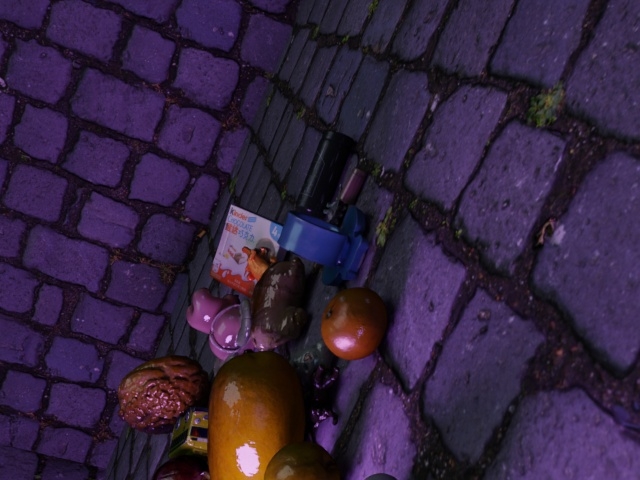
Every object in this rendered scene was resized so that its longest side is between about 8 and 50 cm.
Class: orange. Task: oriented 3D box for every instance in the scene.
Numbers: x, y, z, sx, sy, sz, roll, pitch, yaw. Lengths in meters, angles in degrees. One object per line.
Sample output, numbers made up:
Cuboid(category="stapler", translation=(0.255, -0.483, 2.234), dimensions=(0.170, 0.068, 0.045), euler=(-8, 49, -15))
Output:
Cuboid(category="orange", translation=(0.068, 0.170, 1.469), dimensions=(0.156, 0.124, 0.156), euler=(-163, 90, -73))

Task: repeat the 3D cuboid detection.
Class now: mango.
Cuboid(category="mango", translation=(-0.151, 0.467, 1.623), dimensions=(0.301, 0.220, 0.445), euler=(-143, 54, -66))

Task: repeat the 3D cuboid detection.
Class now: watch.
Cuboid(category="watch", translation=(0.000, 0.000, 1.730), dimensions=(0.211, 0.193, 0.211), euler=(-161, 90, -73))

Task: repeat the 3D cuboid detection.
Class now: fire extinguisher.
Cuboid(category="fire extinguisher", translation=(0.000, -0.163, 2.067), dimensions=(0.114, 0.095, 0.311), euler=(33, -102, -86))

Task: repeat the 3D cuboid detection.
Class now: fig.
Cuboid(category="fig", translation=(-0.398, 0.724, 2.131), dimensions=(0.249, 0.186, 0.204), euler=(-49, 8, 30))

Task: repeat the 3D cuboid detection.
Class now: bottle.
Cuboid(category="bottle", translation=(0.086, -0.146, 1.875), dimensions=(0.096, 0.045, 0.045), euler=(-65, 19, 11))

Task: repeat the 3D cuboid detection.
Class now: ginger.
Cuboid(category="ginger", translation=(-0.104, 0.177, 1.958), dimensions=(0.221, 0.130, 0.276), euler=(19, 87, 61))

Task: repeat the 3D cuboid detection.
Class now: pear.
Cuboid(category="pear", translation=(-0.034, 0.473, 1.399), dimensions=(0.162, 0.149, 0.149), euler=(-41, 32, 36))

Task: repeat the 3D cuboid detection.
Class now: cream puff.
Cuboid(category="cream puff", translation=(-0.547, 0.562, 2.503), dimensions=(0.343, 0.327, 0.231), euler=(75, 175, -60))

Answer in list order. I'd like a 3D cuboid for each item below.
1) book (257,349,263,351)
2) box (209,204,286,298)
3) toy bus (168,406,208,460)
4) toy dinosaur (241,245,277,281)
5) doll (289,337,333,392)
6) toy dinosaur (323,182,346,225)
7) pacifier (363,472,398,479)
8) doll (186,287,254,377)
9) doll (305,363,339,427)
Cuboid(category="book", translation=(-0.172, 0.293, 2.189), dimensions=(0.077, 0.014, 0.111), euler=(-52, 25, 42))
Cuboid(category="box", translation=(-0.233, 0.042, 2.335), dimensions=(0.273, 0.048, 0.265), euler=(22, 97, 39))
Cuboid(category="toy bus", translation=(-0.398, 0.636, 2.293), dimensions=(0.262, 0.128, 0.150), euler=(134, 149, -54))
Cuboid(category="toy dinosaur", translation=(-0.170, 0.107, 2.207), dimensions=(0.288, 0.070, 0.117), euler=(38, 118, 38))
Cuboid(category="doll", translation=(-0.030, 0.306, 1.688), dimensions=(0.214, 0.071, 0.103), euler=(-42, 55, 38))
Cuboid(category="toy dinosaur", translation=(0.035, -0.063, 1.943), dimensions=(0.082, 0.039, 0.209), euler=(-16, 57, 66))
Cuboid(category="pacifier", translation=(0.060, 0.479, 1.127), dimensions=(0.233, 0.244, 0.299), euler=(-44, 10, -29))
Cuboid(category="doll", translation=(-0.303, 0.292, 2.257), dimensions=(0.284, 0.216, 0.268), euler=(-66, 26, 20))
Cuboid(category="doll", translation=(-0.003, 0.349, 1.578), dimensions=(0.165, 0.057, 0.139), euler=(146, 128, -70))
